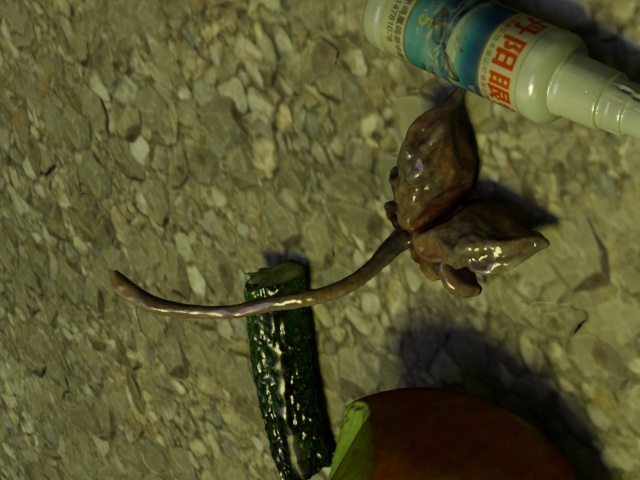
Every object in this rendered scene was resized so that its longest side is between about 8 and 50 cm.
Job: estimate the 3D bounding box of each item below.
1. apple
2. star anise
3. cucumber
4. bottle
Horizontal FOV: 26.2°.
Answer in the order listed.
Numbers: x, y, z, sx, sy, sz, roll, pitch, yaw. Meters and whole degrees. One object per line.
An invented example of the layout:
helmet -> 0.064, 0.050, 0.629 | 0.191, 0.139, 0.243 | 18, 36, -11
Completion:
apple -> 0.065, 0.228, 0.949 | 0.246, 0.226, 0.246 | 24, 126, 38
star anise -> 0.000, 0.000, 0.911 | 0.218, 0.227, 0.148 | 25, 136, 54
cucumber -> -0.027, 0.110, 1.128 | 0.058, 0.058, 0.187 | 15, 121, 45
bottle -> 0.121, -0.107, 0.824 | 0.217, 0.060, 0.060 | 30, 131, 34
